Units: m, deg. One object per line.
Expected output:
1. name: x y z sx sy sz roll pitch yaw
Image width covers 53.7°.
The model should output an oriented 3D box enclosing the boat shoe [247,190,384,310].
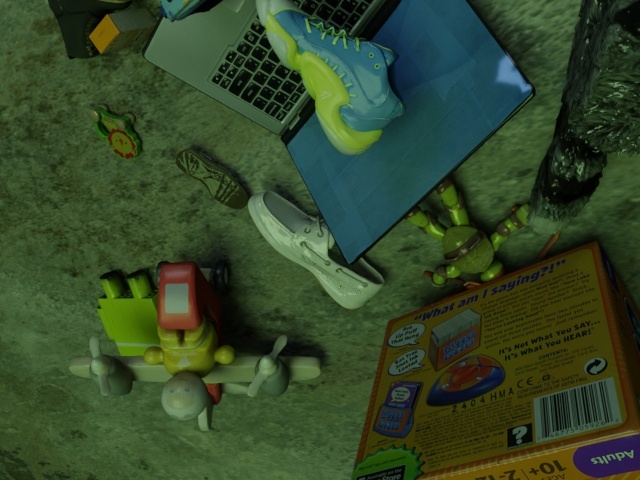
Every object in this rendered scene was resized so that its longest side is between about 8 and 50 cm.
1. boat shoe: 0.000 0.000 1.095 0.277 0.098 0.096 41 128 -11

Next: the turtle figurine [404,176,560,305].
1. turtle figurine: 0.210 0.004 0.988 0.217 0.087 0.269 47 128 -4

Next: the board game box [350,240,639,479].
1. board game box: 0.307 0.289 0.883 0.356 0.356 0.356 -26 112 29

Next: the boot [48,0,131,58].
1. boot: -0.385 -0.377 1.096 0.198 0.077 0.137 19 130 33

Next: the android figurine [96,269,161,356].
1. android figurine: -0.401 0.194 1.436 0.248 0.056 0.273 -5 114 29

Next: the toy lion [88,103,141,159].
1. toy lion: -0.392 -0.204 1.220 0.100 0.034 0.096 21 132 16

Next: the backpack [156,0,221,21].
1. backpack: -0.168 -0.383 0.782 0.158 0.117 0.173 -19 107 36

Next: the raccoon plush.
1. raccoon plush: 0.449 -0.176 0.748 0.299 0.216 0.446 10 148 8

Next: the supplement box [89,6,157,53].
1. supplement box: -0.326 -0.350 1.055 0.062 0.098 0.036 -30 98 38

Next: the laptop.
1. laptop: -0.012 -0.233 0.861 0.408 0.236 0.382 27 130 -21

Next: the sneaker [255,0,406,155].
1. sneaker: 0.024 -0.233 0.791 0.126 0.091 0.240 -29 98 18

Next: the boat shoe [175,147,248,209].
1. boat shoe: -0.193 -0.117 1.162 0.153 0.048 0.056 34 116 -2

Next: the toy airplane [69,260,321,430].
1. toy airplane: -0.252 0.255 1.255 0.384 0.272 0.386 39 116 -23
